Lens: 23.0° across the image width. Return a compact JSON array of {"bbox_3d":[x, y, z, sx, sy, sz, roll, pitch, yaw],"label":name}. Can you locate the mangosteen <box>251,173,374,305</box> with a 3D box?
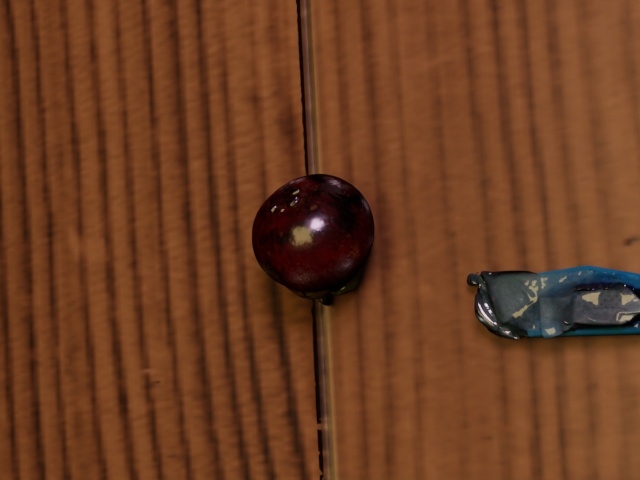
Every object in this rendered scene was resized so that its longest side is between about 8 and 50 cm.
[{"bbox_3d":[-0.002,-0.003,1.002,0.081,0.081,0.081,-4,81,29],"label":"mangosteen"}]

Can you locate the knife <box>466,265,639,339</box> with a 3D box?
[{"bbox_3d":[0.218,0.033,0.899,0.296,0.026,0.044,-3,70,29],"label":"knife"}]
